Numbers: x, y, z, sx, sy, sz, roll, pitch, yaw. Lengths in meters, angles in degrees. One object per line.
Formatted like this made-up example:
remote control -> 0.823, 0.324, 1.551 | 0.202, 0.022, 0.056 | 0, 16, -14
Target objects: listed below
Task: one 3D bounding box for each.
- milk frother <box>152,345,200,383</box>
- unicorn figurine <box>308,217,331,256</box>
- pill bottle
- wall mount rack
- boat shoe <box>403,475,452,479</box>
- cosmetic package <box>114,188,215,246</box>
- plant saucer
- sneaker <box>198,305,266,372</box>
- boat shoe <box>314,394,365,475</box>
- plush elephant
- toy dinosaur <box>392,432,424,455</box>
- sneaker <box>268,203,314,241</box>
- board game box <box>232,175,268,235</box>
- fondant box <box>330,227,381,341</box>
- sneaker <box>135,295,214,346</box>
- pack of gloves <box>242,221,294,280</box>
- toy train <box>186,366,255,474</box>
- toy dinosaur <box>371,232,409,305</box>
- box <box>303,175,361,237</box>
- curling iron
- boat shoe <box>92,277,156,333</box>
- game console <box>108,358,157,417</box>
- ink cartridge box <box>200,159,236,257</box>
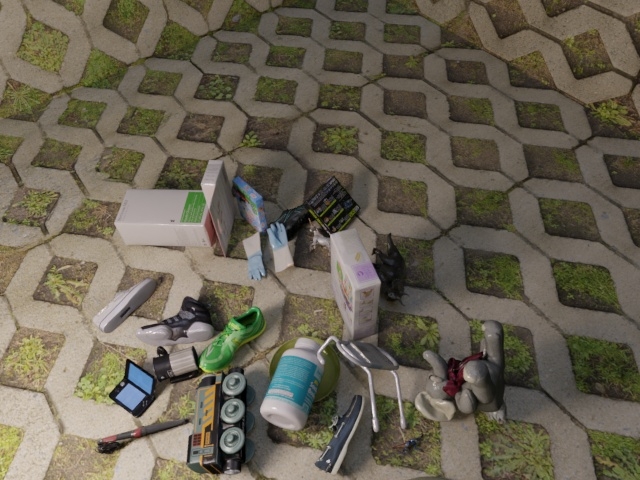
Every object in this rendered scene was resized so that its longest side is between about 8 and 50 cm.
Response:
milk frother -> -0.481, 0.393, 1.770 | 0.134, 0.129, 0.143 | -16, 57, -7
unicorn figurine -> 0.000, 0.000, 2.114 | 0.161, 0.060, 0.111 | 25, 54, 2
pill bottle -> -0.076, 0.440, 1.648 | 0.146, 0.146, 0.264 | 13, 54, 14
wall mount rack -> 0.154, 0.430, 1.636 | 0.304, 0.350, 0.131 | 43, 100, 34
boat shoe -> 0.279, 0.726, 1.504 | 0.232, 0.084, 0.079 | -5, 89, -10
cosmetic package -> -0.618, -0.091, 2.156 | 0.365, 0.155, 0.197 | 1, 53, 3
plant saucer -> -0.052, 0.437, 1.768 | 0.240, 0.037, 0.241 | -1, 51, 1
sneaker -> -0.307, 0.326, 1.800 | 0.109, 0.124, 0.295 | 25, 47, 26
boat shoe -> 0.062, 0.581, 1.612 | 0.079, 0.095, 0.255 | 24, 64, 8
plush elephant -> 0.427, 0.422, 1.631 | 0.255, 0.330, 0.272 | 0, 33, 32
toy dinosaur -> 0.276, 0.612, 1.607 | 0.090, 0.047, 0.082 | 18, 35, 29
sneaker -> -0.097, -0.107, 2.173 | 0.106, 0.101, 0.267 | 34, 60, 29
board game box -> -0.281, -0.137, 2.135 | 0.039, 0.212, 0.160 | -36, 57, -22
fondant box -> 0.113, 0.156, 1.798 | 0.096, 0.330, 0.238 | -15, 52, -9
sneaker -> -0.513, 0.286, 1.881 | 0.268, 0.101, 0.153 | -3, 50, -7
pack of gloves -> -0.216, 0.035, 2.052 | 0.195, 0.046, 0.232 | -27, 51, 13
toy train -> -0.307, 0.555, 1.631 | 0.190, 0.142, 0.334 | -11, 50, 6
toy dinosaur -> 0.256, 0.116, 1.982 | 0.160, 0.121, 0.314 | 17, 48, 1
box -> 0.049, -0.139, 2.159 | 0.184, 0.045, 0.191 | 50, 60, -15
curling iron -> -0.562, 0.604, 1.654 | 0.273, 0.068, 0.035 | -15, 50, -16
boat shoe -> -0.724, 0.221, 1.945 | 0.084, 0.095, 0.258 | 32, 58, 21
game console -> -0.617, 0.484, 1.731 | 0.144, 0.085, 0.124 | 26, 56, 23
ink cartridge box -> -0.406, -0.121, 2.074 | 0.066, 0.296, 0.261 | 2, 51, 6
